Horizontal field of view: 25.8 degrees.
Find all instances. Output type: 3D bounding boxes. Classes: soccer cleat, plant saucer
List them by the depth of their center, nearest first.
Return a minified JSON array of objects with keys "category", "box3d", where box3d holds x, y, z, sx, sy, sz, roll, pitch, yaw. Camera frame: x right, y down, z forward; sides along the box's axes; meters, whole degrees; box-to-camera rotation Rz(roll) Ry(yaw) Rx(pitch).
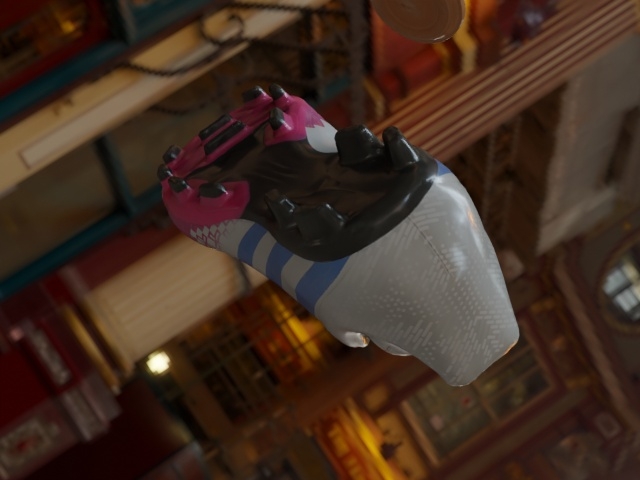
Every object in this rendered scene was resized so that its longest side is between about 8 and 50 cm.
[{"category":"soccer cleat","box3d":[0.000,0.000,0.819,0.143,0.116,0.331,55,-10,-22]},{"category":"plant saucer","box3d":[0.074,-0.189,1.101,0.083,0.013,0.083,22,-38,18]}]
